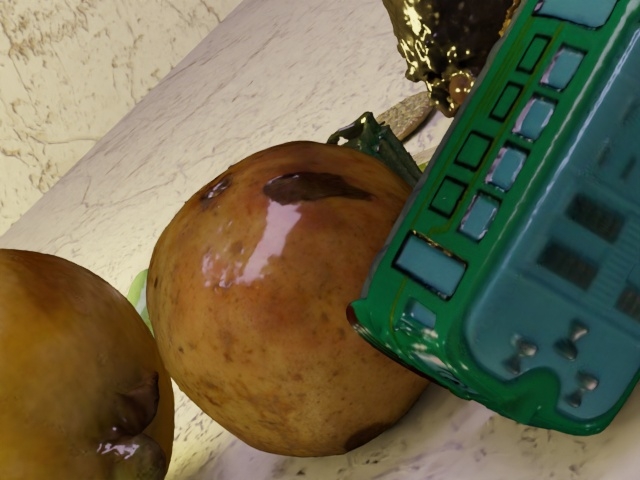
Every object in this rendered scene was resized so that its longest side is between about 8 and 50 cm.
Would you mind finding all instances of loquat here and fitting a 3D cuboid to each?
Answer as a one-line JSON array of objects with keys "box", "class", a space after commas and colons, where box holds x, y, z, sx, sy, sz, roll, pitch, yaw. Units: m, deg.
[{"box": [-0.277, 0.176, 1.414, 0.359, 0.328, 0.328, 13, 48, 37], "class": "loquat"}]

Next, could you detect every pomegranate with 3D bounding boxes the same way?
[{"box": [-0.017, 0.053, 1.283, 0.281, 0.281, 0.281, -34, 17, 12], "class": "pomegranate"}]

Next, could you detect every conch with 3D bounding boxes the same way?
[{"box": [-0.229, 0.099, 1.929, 0.106, 0.079, 0.170, -41, 14, 54], "class": "conch"}]

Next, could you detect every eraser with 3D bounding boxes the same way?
[{"box": [0.127, -0.094, 1.788, 0.083, 0.019, 0.038, -23, 23, 41], "class": "eraser"}]

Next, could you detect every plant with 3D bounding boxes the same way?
[{"box": [0.182, -0.265, 1.815, 0.178, 0.234, 0.204, -33, 9, -15], "class": "plant"}]

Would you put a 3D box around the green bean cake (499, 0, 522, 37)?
[{"box": [0.335, -0.264, 1.622, 0.224, 0.131, 0.229, -40, 13, -15], "class": "green bean cake"}]

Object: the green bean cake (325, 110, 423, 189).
[{"box": [0.000, 0.000, 1.609, 0.241, 0.132, 0.255, -33, 19, 17], "class": "green bean cake"}]

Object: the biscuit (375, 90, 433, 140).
[{"box": [0.097, -0.153, 2.009, 0.152, 0.020, 0.152, -35, 17, 13], "class": "biscuit"}]

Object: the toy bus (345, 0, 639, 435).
[{"box": [0.185, -0.026, 1.062, 0.343, 0.183, 0.199, -61, 19, 3], "class": "toy bus"}]
